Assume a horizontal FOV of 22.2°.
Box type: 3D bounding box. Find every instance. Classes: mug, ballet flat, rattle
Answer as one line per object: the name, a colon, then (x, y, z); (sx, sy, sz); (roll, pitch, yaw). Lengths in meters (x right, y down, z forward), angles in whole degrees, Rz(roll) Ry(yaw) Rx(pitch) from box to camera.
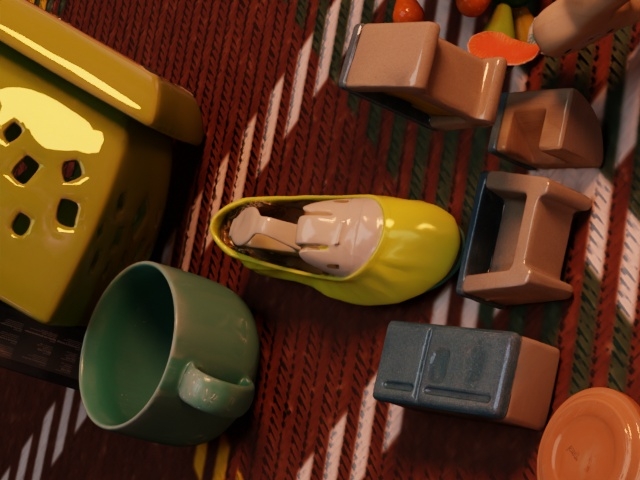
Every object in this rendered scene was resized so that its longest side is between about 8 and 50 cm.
mug: (-0.103, 0.099, 1.217); (0.129, 0.097, 0.158); (-46, 43, 29)
ballet flat: (0.000, 0.000, 1.146); (0.231, 0.077, 0.077); (4, 77, 53)
rattle: (0.194, -0.107, 0.949); (0.199, 0.143, 0.130); (-34, 6, 35)

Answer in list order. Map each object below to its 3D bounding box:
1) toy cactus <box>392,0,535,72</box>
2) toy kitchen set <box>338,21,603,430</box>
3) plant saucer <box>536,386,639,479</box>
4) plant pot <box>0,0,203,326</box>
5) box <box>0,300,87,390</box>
toy cactus: (0.116, -0.206, 1.095); (0.180, 0.112, 0.219); (-30, 47, 18)
toy kitchen set: (0.060, -0.007, 0.993); (0.122, 0.166, 0.207); (1, 74, 53)
plant saucer: (0.155, 0.125, 0.938); (0.083, 0.013, 0.083); (-28, 52, 43)
plant pot: (-0.229, -0.073, 1.304); (0.207, 0.227, 0.228); (-60, -7, 3)
box: (-0.261, 0.066, 1.337); (0.175, 0.220, 0.051); (22, 90, 53)
